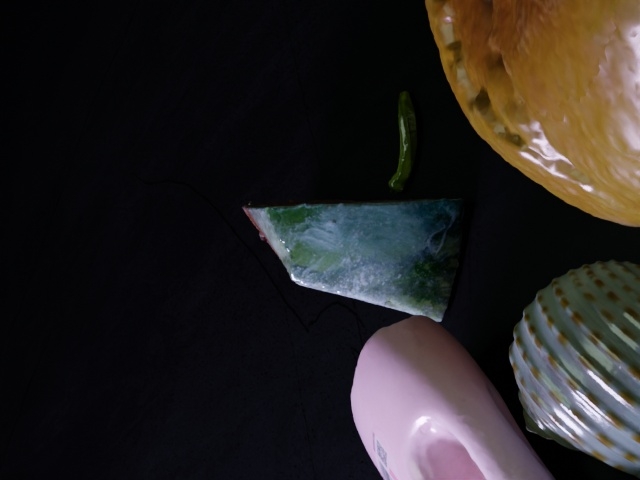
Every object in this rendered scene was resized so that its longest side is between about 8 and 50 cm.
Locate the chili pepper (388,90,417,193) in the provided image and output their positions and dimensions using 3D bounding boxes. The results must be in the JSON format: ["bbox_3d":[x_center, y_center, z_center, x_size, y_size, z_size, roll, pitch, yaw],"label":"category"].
[{"bbox_3d":[0.065,-0.078,0.885,0.030,0.017,0.083,20,104,61],"label":"chili pepper"}]

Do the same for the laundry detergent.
[{"bbox_3d":[0.125,0.190,0.660,0.335,0.088,0.159,52,160,48],"label":"laundry detergent"}]

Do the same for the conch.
[{"bbox_3d":[0.170,0.072,0.605,0.135,0.102,0.153,57,145,17],"label":"conch"}]

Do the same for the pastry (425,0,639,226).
[{"bbox_3d":[0.156,-0.172,0.552,0.356,0.164,0.356,176,90,-73],"label":"pastry"}]

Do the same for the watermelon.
[{"bbox_3d":[0.000,0.000,0.899,0.241,0.154,0.094,-162,77,-73],"label":"watermelon"}]
